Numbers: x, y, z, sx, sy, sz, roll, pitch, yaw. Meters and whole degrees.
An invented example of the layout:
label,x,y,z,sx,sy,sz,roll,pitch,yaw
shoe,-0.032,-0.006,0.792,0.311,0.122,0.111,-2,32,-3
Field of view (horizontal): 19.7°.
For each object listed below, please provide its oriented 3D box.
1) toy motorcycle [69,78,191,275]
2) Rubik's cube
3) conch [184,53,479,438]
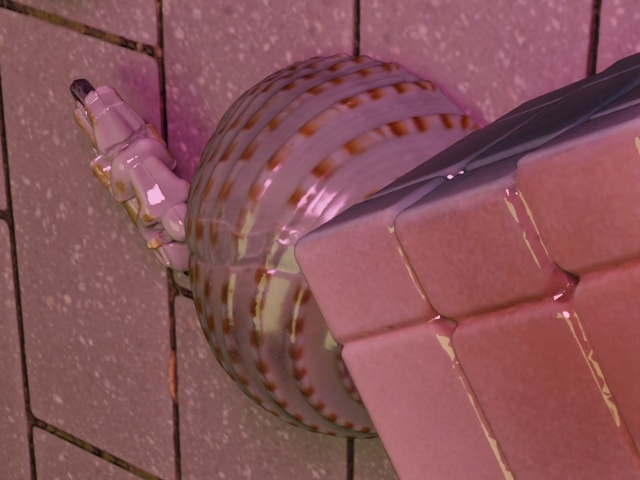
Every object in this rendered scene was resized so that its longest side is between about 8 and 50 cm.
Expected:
label,x,y,z,sx,sy,sz,roll,pitch,yaw
toy motorcycle,-0.156,-0.048,1.681,0.228,0.074,0.151,63,169,-27
Rubik's cube,0.235,0.050,1.257,0.316,0.322,0.318,-18,99,44
conch,-0.007,0.005,1.529,0.319,0.215,0.303,23,116,29
